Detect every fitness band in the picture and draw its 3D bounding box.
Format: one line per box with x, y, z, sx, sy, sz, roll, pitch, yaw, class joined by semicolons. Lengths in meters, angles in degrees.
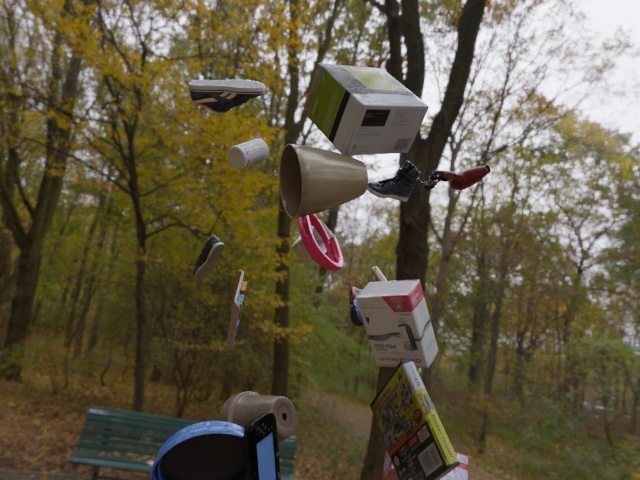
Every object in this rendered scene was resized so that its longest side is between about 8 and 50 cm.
0.000;0.000;1.920;0.054;0.291;0.209;-35;-53;15;fitness band

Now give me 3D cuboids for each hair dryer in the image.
0.572;-0.259;2.184;0.293;0.080;0.223;-14;-8;13;hair dryer

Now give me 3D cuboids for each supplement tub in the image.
-0.207;-0.249;1.481;0.070;0.071;0.107;0;20;37;supplement tub

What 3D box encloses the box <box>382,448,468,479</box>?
0.338;0.746;1.668;0.256;0.128;0.123;17;-51;2;box

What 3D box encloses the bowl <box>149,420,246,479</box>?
-0.385;0.788;1.781;0.390;0.392;0.077;15;20;-20;bowl

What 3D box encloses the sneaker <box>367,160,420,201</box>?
0.293;-0.247;2.044;0.226;0.086;0.164;5;-52;-36;sneaker

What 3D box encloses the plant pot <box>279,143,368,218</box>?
0.020;-0.217;1.823;0.273;0.257;0.256;-6;-7;-21;plant pot

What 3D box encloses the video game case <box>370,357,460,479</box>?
0.213;0.456;1.233;0.035;0.248;0.275;-8;-36;-21;video game case

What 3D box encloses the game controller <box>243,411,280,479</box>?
-0.191;0.746;1.726;0.067;0.320;0.166;-1;4;35;game controller

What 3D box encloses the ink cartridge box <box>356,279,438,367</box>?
0.204;0.223;1.366;0.158;0.218;0.092;-7;20;35;ink cartridge box

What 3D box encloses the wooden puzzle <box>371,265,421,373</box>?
0.305;0.294;1.937;0.080;0.322;0.348;-24;-40;-9;wooden puzzle

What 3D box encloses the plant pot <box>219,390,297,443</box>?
-0.219;0.695;1.981;0.229;0.263;0.263;-27;-33;31;plant pot

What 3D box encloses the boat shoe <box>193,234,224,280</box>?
-0.486;0.075;2.195;0.069;0.228;0.081;49;28;23;boat shoe

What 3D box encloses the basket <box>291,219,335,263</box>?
-0.031;0.009;2.145;0.103;0.167;0.113;-35;-80;35;basket

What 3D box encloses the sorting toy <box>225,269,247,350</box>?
-0.275;0.229;1.698;0.038;0.193;0.208;9;28;-10;sorting toy

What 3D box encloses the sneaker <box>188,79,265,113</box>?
-0.393;-0.614;2.198;0.320;0.126;0.128;2;-58;4;sneaker

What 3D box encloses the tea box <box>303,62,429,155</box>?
0.169;-0.506;1.985;0.328;0.324;0.220;-8;-43;-34;tea box

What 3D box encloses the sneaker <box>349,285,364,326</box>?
0.176;0.284;2.243;0.086;0.221;0.083;6;-50;-5;sneaker
